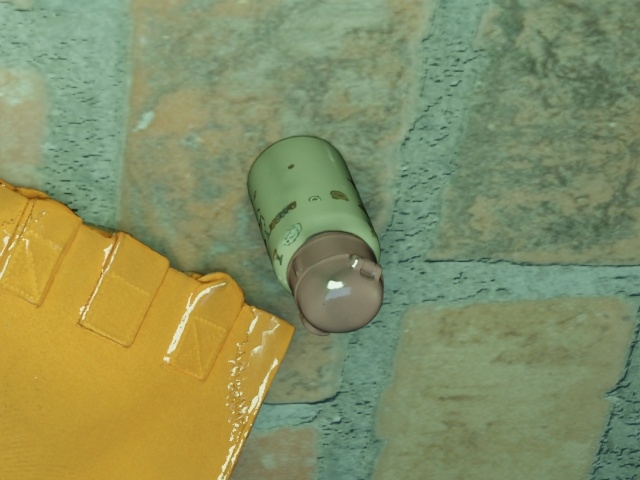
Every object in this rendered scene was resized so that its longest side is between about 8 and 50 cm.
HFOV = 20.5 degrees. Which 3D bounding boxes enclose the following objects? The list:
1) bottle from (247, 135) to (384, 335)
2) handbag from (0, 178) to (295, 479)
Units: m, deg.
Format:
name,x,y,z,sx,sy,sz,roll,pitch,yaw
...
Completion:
name,x,y,z,sx,sy,sz,roll,pitch,yaw
bottle,0.000,0.000,1.758,0.110,0.233,0.110,-8,128,-10
handbag,-0.257,0.124,1.793,0.410,0.116,0.303,28,84,-31
